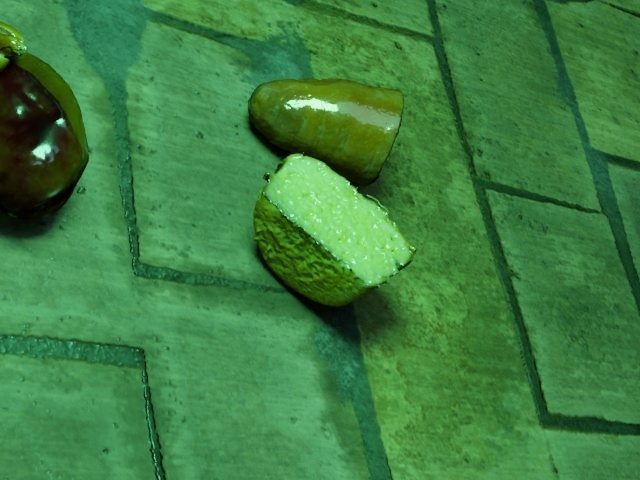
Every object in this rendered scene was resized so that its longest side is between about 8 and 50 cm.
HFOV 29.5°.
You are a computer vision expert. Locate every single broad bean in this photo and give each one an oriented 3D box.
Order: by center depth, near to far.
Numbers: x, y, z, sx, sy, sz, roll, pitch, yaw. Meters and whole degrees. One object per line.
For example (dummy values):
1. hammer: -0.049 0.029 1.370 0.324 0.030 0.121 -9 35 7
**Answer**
1. broad bean: -0.369 -0.133 1.504 0.156 0.122 0.229 -15 61 -17

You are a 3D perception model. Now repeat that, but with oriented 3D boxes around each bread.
1. bread: 0.000 0.000 1.688 0.229 0.139 0.143 42 42 3

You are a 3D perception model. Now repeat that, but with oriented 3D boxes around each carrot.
1. carrot: -0.003 -0.178 1.832 0.225 0.159 0.159 13 52 -15

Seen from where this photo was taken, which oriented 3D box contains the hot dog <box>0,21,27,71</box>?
1. hot dog: -0.460 -0.252 1.484 0.235 0.062 0.092 12 38 13
